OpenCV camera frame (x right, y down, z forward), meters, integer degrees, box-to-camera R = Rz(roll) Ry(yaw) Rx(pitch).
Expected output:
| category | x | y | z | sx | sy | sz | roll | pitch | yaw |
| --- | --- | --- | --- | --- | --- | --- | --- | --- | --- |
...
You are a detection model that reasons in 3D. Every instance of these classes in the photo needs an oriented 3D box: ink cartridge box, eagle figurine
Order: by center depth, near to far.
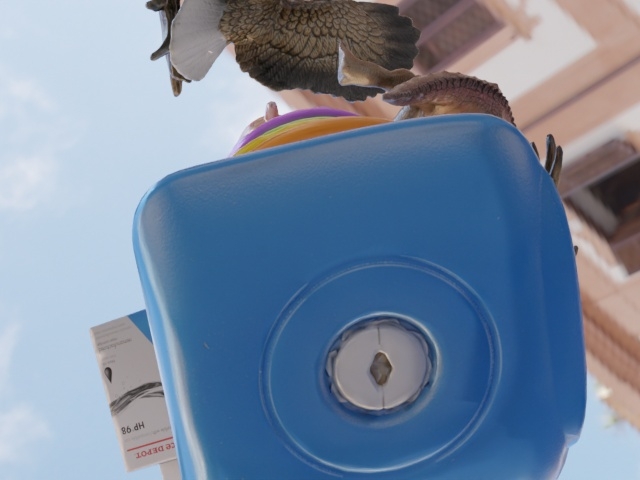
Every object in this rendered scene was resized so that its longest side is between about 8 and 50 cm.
| category | x | y | z | sx | sy | sz | roll | pitch | yaw |
| --- | --- | --- | --- | --- | --- | --- | --- | --- | --- |
| ink cartridge box | -0.140 | 0.152 | 1.415 | 0.060 | 0.104 | 0.180 | -1 | -107 | -65 |
| eagle figurine | -0.040 | -0.275 | 1.675 | 0.298 | 0.226 | 0.225 | -3 | -103 | 5 |

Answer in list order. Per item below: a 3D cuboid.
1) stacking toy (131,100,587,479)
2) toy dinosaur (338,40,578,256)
| category | x | y | z | sx | sy | sz | roll | pitch | yaw |
| --- | --- | --- | --- | --- | --- | --- | --- | --- | --- |
| stacking toy | 0.000 | 0.000 | 0.699 | 0.166 | 0.302 | 0.175 | -11 | -70 | -6 |
| toy dinosaur | 0.113 | -0.068 | 1.208 | 0.200 | 0.295 | 0.127 | 4 | -118 | 9 |
